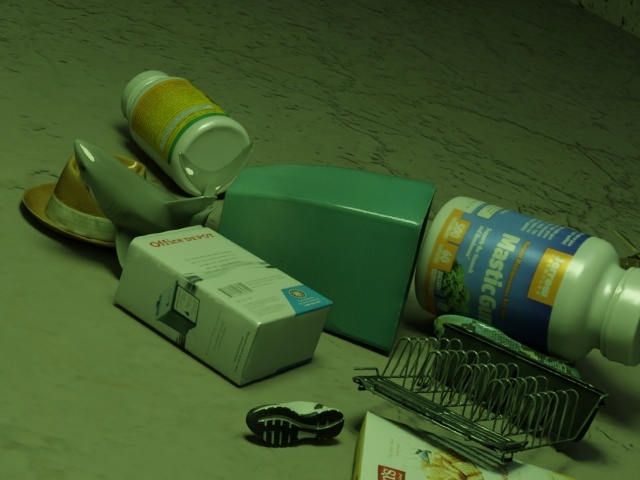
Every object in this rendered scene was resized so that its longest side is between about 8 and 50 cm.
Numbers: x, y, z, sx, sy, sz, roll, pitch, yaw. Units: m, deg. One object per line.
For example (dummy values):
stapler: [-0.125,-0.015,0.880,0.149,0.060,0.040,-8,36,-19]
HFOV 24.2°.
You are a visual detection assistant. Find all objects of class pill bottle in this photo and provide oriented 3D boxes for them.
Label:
pill bottle: [0.263,0.054,1.780,0.272,0.152,0.152,19,19,25]
pill bottle: [-0.192,-0.154,2.053,0.118,0.117,0.208,3,26,-36]

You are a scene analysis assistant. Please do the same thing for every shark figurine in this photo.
shark figurine: [-0.157,-0.046,1.746,0.116,0.166,0.278,-21,-8,29]

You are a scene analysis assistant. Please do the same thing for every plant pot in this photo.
plant pot: [0.000,0.000,1.787,0.234,0.165,0.165,15,21,6]

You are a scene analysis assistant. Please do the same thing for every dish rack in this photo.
dish rack: [0.166,0.159,1.583,0.208,0.074,0.271,22,8,28]

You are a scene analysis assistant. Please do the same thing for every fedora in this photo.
fedora: [-0.262,-0.057,1.807,0.194,0.079,0.194,17,20,-7]

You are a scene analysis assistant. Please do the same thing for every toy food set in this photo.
toy food set: [0.518,0.057,2.240,0.192,0.038,0.132,30,11,-11]

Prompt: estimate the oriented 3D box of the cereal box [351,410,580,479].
cereal box: [0.147,0.252,1.434,0.240,0.047,0.173,18,19,-3]

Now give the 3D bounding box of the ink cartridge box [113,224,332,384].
ink cartridge box: [-0.106,0.066,1.631,0.191,0.082,0.140,29,23,28]

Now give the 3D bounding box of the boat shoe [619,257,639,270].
boat shoe: [0.486,0.081,2.150,0.178,0.064,0.060,27,-12,40]

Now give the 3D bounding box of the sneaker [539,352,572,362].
sneaker: [0.245,0.066,1.917,0.235,0.094,0.090,27,24,24]

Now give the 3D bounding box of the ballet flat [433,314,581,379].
ballet flat: [0.211,0.145,1.746,0.188,0.070,0.070,21,21,16]

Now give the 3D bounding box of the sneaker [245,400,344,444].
sneaker: [-0.031,0.180,1.489,0.109,0.040,0.044,8,7,-36]
